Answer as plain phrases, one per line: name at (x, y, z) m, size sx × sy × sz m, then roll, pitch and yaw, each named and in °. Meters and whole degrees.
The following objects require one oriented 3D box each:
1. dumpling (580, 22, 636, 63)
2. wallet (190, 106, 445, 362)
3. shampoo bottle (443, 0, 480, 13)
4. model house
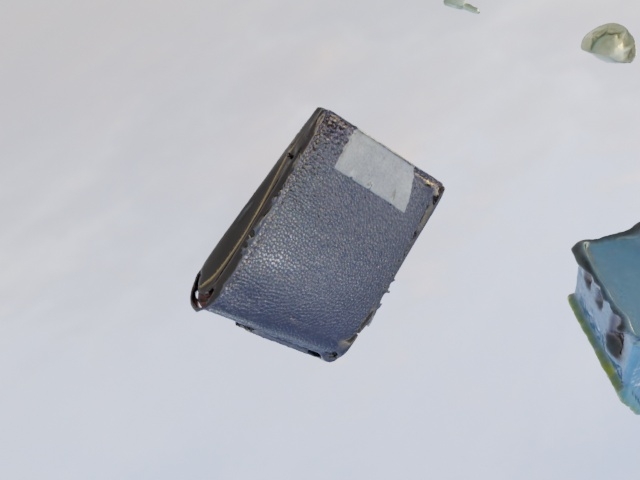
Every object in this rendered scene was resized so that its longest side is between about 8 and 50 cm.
dumpling at (0.436, -0.296, 1.545) m, size 0.043 × 0.059 × 0.077 m, roll 0°, pitch -161°, yaw -45°
wallet at (0.000, 0.000, 1.171) m, size 0.262 × 0.221 × 0.071 m, roll -56°, pitch -141°, yaw 8°
shampoo bottle at (0.222, -0.453, 1.433) m, size 0.085 × 0.262 × 0.085 m, roll 15°, pitch -166°, yaw -4°
model house at (0.561, 0.144, 1.798) m, size 0.216 × 0.303 × 0.237 m, roll -15°, pitch -130°, yaw -5°
